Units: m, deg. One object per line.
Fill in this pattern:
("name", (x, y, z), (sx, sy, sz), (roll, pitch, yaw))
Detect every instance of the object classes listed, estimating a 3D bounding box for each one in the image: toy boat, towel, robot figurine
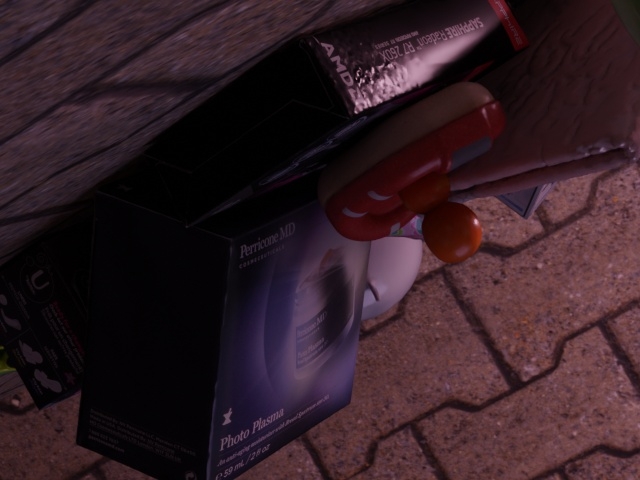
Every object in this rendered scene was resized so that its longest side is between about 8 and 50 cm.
("toy boat", (0.102, -0.046, 1.718), (0.151, 0.151, 0.231), (-28, 177, -27))
("towel", (0.255, -0.177, 1.847), (0.317, 0.053, 0.332), (-15, -142, 46))
("robot figurine", (0.000, 0.000, 2.352), (0.200, 0.300, 0.353), (9, -179, -33))

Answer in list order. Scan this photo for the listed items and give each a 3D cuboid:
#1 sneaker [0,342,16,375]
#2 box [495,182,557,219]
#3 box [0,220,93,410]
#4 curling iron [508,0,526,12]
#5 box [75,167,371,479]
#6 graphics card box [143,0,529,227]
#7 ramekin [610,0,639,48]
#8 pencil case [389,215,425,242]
("sneaker", (-0.433, 0.137, 2.258), (0.295, 0.109, 0.123), (-29, -164, -6))
("box", (0.273, -0.142, 2.094), (0.169, 0.087, 0.290), (-50, 171, -11))
("box", (-0.237, 0.063, 2.015), (0.142, 0.163, 0.247), (-32, 177, 38))
("curling iron", (0.284, -0.318, 1.906), (0.274, 0.035, 0.068), (-34, -160, -17))
("box", (-0.094, 0.067, 1.871), (0.183, 0.294, 0.296), (18, -155, 27))
("graphics card box", (0.025, -0.142, 1.745), (0.233, 0.094, 0.371), (-31, 176, 36))
("ramekin", (0.370, -0.249, 1.316), (0.303, 0.303, 0.148), (-32, -176, 37))
("pencil case", (0.033, -0.050, 2.153), (0.284, 0.124, 0.124), (0, 178, 2))
